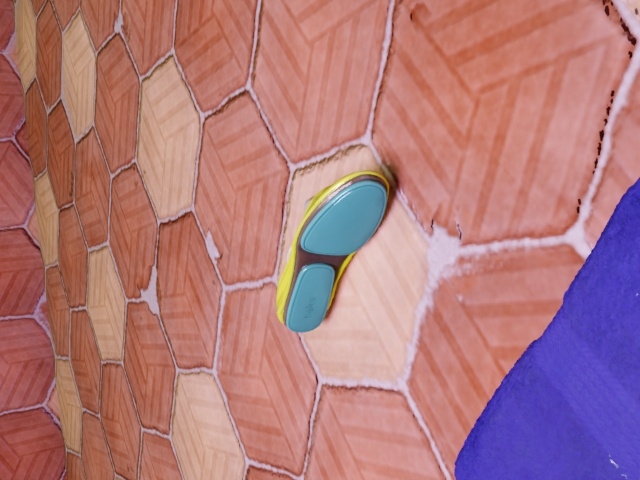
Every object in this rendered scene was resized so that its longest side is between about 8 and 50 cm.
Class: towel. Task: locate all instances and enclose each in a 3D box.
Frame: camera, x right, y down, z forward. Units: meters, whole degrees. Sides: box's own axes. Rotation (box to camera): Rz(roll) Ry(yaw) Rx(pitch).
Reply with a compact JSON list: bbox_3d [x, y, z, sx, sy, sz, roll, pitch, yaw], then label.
[{"bbox_3d":[0.213,0.140,0.431,0.228,0.076,0.308,60,140,42],"label":"towel"}]

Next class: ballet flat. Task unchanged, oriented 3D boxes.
[{"bbox_3d":[0.000,0.000,0.721,0.077,0.077,0.231,-105,30,-43],"label":"ballet flat"}]
